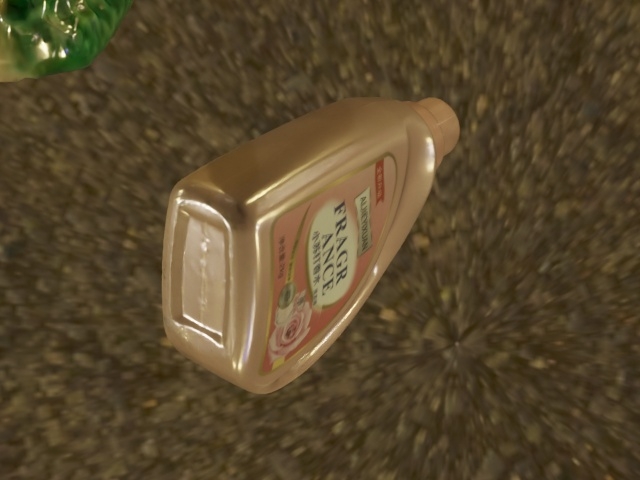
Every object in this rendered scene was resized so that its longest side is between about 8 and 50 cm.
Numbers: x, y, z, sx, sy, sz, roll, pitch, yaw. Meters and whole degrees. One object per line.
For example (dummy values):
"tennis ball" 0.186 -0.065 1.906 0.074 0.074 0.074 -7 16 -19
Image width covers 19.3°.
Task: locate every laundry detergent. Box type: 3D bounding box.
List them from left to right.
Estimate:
"laundry detergent" 0.000 0.000 1.188 0.076 0.237 0.171 25 125 30

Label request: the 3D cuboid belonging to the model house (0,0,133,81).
"model house" -0.293 -0.314 1.264 0.334 0.382 0.343 -6 117 18
